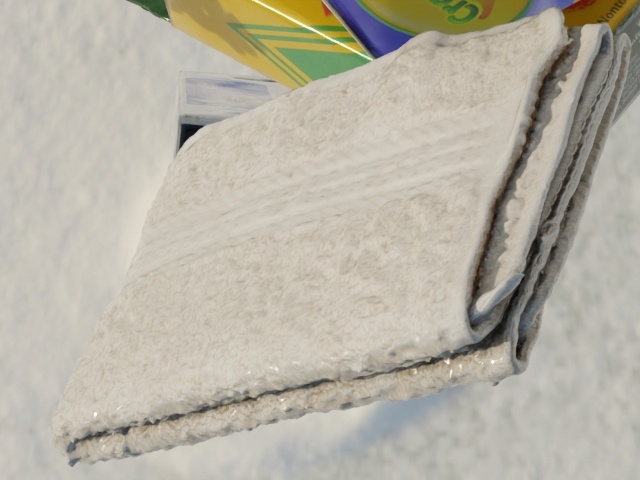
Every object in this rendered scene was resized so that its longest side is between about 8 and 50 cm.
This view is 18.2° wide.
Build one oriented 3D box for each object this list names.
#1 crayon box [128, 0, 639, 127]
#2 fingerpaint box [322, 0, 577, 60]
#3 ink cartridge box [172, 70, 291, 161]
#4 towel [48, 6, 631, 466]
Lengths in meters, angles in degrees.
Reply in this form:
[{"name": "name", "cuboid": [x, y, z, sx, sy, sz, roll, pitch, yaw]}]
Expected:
[{"name": "crayon box", "cuboid": [0.048, -0.167, 1.146, 0.319, 0.202, 0.081, 29, 155, 28]}, {"name": "fingerpaint box", "cuboid": [-0.033, -0.333, 0.882, 0.163, 0.371, 0.445, -27, 149, 13]}, {"name": "ink cartridge box", "cuboid": [-0.038, -0.096, 1.712, 0.176, 0.371, 0.069, 5, 102, -5]}, {"name": "towel", "cuboid": [0.000, 0.000, 0.870, 0.282, 0.187, 0.049, -18, 128, 42]}]
